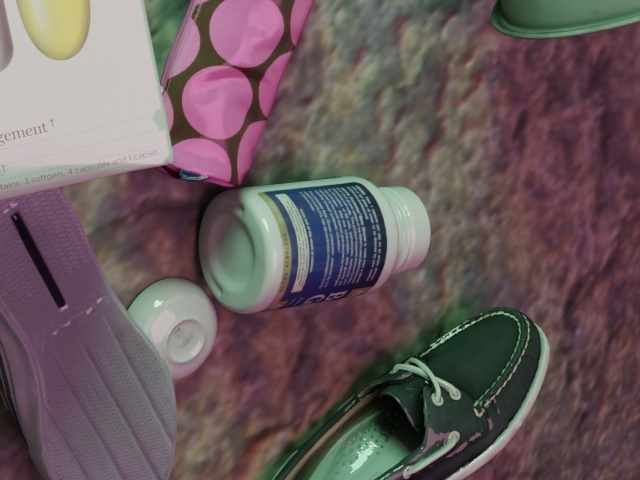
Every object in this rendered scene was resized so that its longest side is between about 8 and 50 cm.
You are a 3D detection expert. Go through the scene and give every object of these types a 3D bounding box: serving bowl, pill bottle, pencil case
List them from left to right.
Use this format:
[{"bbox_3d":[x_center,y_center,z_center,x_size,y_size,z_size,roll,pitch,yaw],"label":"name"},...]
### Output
[{"bbox_3d":[-0.109,0.071,1.195,0.083,0.027,0.083,-16,116,-35],"label":"serving bowl"},{"bbox_3d":[-0.066,-0.141,1.108,0.098,0.095,0.209,19,92,-28],"label":"pencil case"},{"bbox_3d":[0.000,0.000,1.215,0.169,0.094,0.094,-8,112,-38],"label":"pill bottle"}]

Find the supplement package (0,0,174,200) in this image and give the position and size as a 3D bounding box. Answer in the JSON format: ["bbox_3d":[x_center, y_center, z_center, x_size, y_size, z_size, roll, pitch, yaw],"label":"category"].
[{"bbox_3d":[-0.205,-0.130,0.887,0.194,0.149,0.203,-14,106,-14],"label":"supplement package"}]

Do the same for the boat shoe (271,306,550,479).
[{"bbox_3d":[0.074,0.157,1.330,0.302,0.114,0.091,-47,137,-17],"label":"boat shoe"}]

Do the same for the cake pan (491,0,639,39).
[{"bbox_3d":[0.261,-0.242,1.219,0.293,0.293,0.054,-35,113,-26],"label":"cake pan"}]

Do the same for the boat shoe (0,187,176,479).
[{"bbox_3d":[-0.180,0.062,1.082,0.109,0.094,0.302,-30,126,-22],"label":"boat shoe"}]
